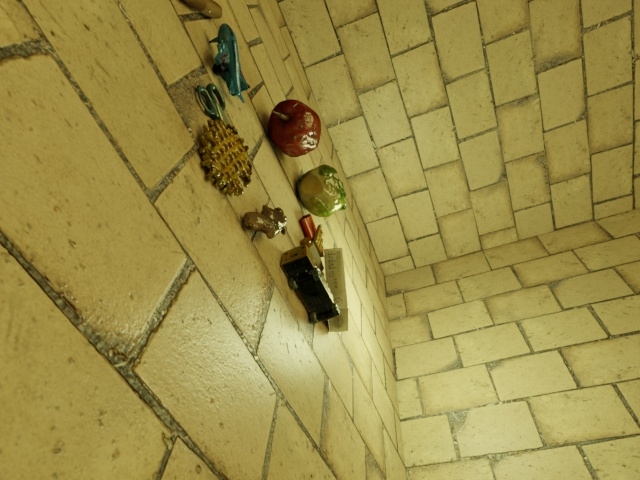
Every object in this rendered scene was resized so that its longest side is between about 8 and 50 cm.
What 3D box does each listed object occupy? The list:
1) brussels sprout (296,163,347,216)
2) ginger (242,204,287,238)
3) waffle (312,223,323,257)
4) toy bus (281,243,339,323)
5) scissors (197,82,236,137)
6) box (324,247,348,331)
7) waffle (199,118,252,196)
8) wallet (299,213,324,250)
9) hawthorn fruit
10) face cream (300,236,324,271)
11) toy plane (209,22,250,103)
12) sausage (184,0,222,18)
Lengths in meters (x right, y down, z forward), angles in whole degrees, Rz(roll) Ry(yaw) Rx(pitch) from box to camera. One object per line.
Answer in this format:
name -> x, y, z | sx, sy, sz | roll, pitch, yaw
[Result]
brussels sprout -> 0.012, -0.249, 2.070 | 0.259, 0.227, 0.294 | 62, 19, 15
ginger -> -0.177, -0.067, 1.408 | 0.290, 0.084, 0.122 | -26, 106, -75
waffle -> 0.000, 0.000, 1.939 | 0.152, 0.023, 0.097 | -75, 145, -51
toy bus -> -0.036, 0.177, 1.602 | 0.123, 0.121, 0.335 | -98, 164, -56
scissors -> -0.312, -0.368, 1.328 | 0.138, 0.041, 0.289 | -63, 134, -62
box -> 0.072, 0.227, 1.875 | 0.210, 0.095, 0.330 | 85, 3, -50
waffle -> -0.282, -0.252, 1.242 | 0.229, 0.051, 0.231 | 20, 62, -62
wallet -> -0.037, -0.024, 1.965 | 0.142, 0.045, 0.204 | -52, 123, -71
hawthorn fruit -> -0.115, -0.512, 1.855 | 0.262, 0.258, 0.258 | 156, -82, -76
face cream -> -0.035, 0.066, 1.859 | 0.072, 0.051, 0.182 | -76, 148, -52
toy plane -> -0.328, -0.638, 1.457 | 0.254, 0.105, 0.271 | -10, 82, -76
sausage -> -0.422, -0.835, 1.421 | 0.301, 0.066, 0.065 | -48, 120, -71
